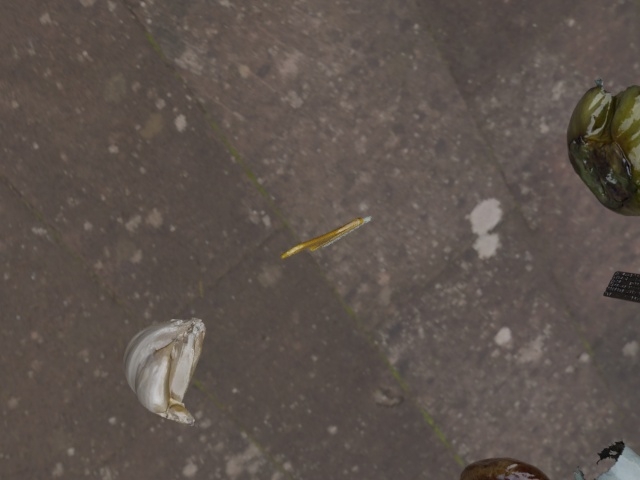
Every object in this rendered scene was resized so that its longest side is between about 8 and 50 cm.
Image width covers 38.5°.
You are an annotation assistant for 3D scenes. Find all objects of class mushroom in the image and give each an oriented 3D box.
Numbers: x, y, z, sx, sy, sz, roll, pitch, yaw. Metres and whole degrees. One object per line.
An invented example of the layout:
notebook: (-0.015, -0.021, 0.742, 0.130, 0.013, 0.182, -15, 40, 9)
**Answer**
mushroom: (0.229, 0.410, 1.164, 0.227, 0.148, 0.218, 54, 51, -34)

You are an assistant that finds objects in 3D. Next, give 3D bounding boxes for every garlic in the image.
garlic: (-0.149, 0.116, 0.864, 0.074, 0.113, 0.094, 10, 95, -11)

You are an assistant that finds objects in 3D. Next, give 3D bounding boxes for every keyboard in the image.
keyboard: (0.625, 0.094, 1.812, 0.013, 0.204, 0.061, 31, 86, -11)

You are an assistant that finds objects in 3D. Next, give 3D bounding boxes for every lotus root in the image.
lotus root: (0.385, -0.105, 1.196, 0.078, 0.204, 0.183, -29, 169, -18)

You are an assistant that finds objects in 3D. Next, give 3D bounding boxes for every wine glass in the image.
wine glass: (0.588, 0.507, 1.609, 0.143, 0.143, 0.321, -36, 88, -7)

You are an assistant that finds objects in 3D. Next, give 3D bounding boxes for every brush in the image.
brush: (0.000, 0.000, 1.467, 0.103, 0.272, 0.013, -31, 86, 23)
